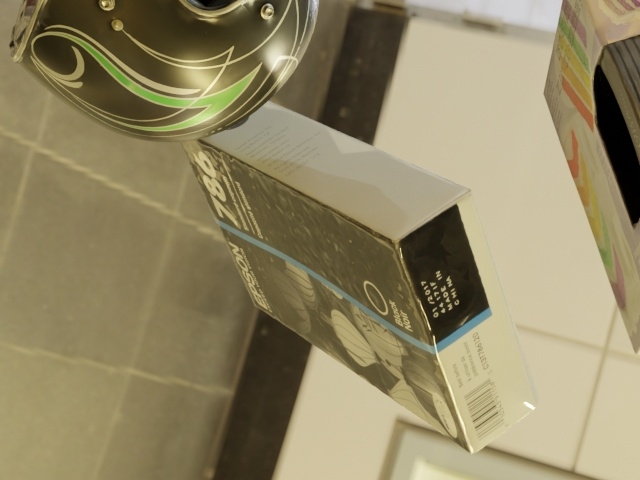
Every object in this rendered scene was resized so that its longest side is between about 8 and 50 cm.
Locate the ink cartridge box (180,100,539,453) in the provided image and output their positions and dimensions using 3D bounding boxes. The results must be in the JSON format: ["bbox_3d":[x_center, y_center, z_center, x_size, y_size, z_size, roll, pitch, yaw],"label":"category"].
[{"bbox_3d":[0.000,0.000,0.957,0.065,0.332,0.165,-34,122,-18],"label":"ink cartridge box"}]

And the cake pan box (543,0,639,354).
[{"bbox_3d":[0.242,-0.058,1.081,0.267,0.070,0.246,76,-4,-75],"label":"cake pan box"}]

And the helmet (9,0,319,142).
[{"bbox_3d":[-0.086,-0.139,0.856,0.169,0.161,0.169,-55,-155,41],"label":"helmet"}]
